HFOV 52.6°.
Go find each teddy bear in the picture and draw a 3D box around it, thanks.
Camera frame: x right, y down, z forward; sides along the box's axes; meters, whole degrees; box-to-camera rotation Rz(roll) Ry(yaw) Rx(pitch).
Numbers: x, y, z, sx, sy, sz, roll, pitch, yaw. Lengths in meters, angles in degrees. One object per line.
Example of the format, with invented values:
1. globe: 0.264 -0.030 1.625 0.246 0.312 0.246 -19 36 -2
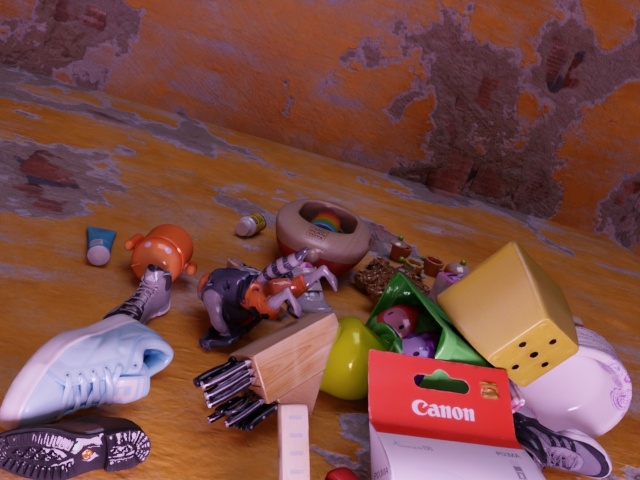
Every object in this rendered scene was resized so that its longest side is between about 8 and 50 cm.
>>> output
1. teddy bear: 0.218 0.142 1.955 0.245 0.113 0.338 20 11 -19

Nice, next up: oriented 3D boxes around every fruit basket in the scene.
1. fruit basket: 0.132 0.235 1.405 0.392 0.283 0.392 27 11 -6

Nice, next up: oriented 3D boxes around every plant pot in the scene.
1. plant pot: 0.404 0.171 1.339 0.212 0.212 0.187 38 21 -32

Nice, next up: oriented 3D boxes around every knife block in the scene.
1. knife block: -0.108 0.226 1.219 0.242 0.276 0.088 33 -24 -33

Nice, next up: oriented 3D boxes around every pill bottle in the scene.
1. pill bottle: -0.225 -0.050 2.076 0.065 0.065 0.116 25 22 15

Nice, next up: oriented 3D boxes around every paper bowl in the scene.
1. paper bowl: 0.543 0.318 1.480 0.284 0.284 0.148 18 28 -4

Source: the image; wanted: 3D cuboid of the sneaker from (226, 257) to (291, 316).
1. sneaker: -0.155 0.112 1.674 0.215 0.084 0.083 37 49 17

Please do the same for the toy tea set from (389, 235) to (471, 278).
1. toy tea set: 0.389 0.072 2.227 0.336 0.124 0.200 23 21 11

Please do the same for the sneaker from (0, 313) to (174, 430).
1. sneaker: -0.378 0.230 1.120 0.150 0.135 0.366 21 21 13

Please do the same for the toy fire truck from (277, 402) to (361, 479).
1. toy fire truck: -0.009 0.368 0.929 0.217 0.246 0.158 -2 29 -44

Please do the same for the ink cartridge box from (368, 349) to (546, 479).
1. ink cartridge box: 0.239 0.372 1.094 0.308 0.091 0.385 12 57 -18

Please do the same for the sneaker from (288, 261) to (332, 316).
1. sneaker: -0.047 0.121 1.728 0.103 0.111 0.252 3 26 -37

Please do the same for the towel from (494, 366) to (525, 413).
1. towel: 0.333 0.353 1.379 0.029 0.197 0.144 47 12 -18

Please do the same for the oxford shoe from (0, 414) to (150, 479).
1. oxford shoe: -0.388 0.314 1.000 0.227 0.083 0.096 10 5 -29

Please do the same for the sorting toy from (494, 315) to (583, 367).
1. sorting toy: 0.485 0.281 1.612 0.257 0.255 0.089 15 36 -11

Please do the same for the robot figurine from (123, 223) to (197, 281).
1. robot figurine: -0.391 0.036 1.615 0.158 0.128 0.219 60 14 -15

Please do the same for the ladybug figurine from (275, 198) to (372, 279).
1. ladybug figurine: 0.000 0.000 2.008 0.305 0.162 0.449 22 20 6

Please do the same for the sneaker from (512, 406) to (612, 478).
1. sneaker: 0.482 0.460 1.365 0.268 0.101 0.153 25 29 8

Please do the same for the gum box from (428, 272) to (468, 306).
1. gum box: 0.359 0.177 1.835 0.107 0.188 0.062 1 26 -39

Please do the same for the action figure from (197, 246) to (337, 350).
1. action figure: -0.134 0.094 1.474 0.330 0.178 0.341 -6 24 28

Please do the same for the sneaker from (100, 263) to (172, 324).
1. sneaker: -0.391 0.117 1.399 0.086 0.132 0.229 22 20 9

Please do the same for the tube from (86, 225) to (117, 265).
1. tube: -0.567 0.002 1.667 0.080 0.052 0.207 17 15 -21
